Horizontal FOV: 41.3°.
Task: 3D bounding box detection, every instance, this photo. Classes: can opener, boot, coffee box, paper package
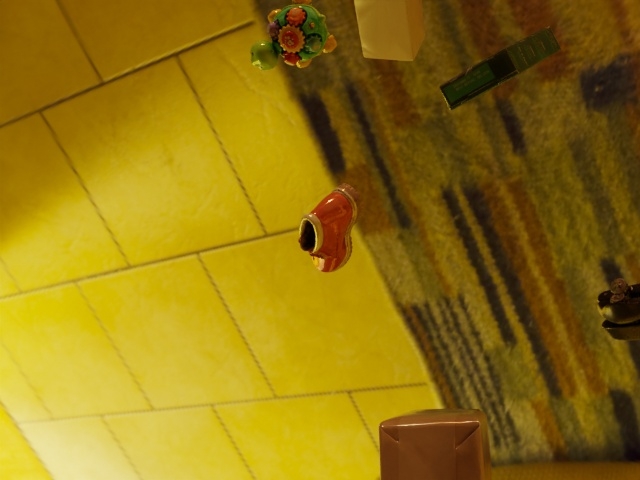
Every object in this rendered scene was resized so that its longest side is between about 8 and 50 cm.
[{"bbox_3d":[0.417,0.066,1.011,0.186,0.059,0.073,-23,124,39],"label":"can opener"},{"bbox_3d":[0.000,0.000,1.103,0.059,0.085,0.158,39,147,21],"label":"boot"},{"bbox_3d":[0.248,-0.238,1.162,0.113,0.184,0.040,-25,96,39],"label":"coffee box"},{"bbox_3d":[0.211,0.453,1.475,0.168,0.325,0.309,-4,80,12],"label":"paper package"}]

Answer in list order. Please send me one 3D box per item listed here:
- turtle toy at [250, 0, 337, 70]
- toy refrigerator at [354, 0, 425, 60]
[{"bbox_3d":[-0.045,-0.291,1.228,0.130,0.066,0.095,-25,106,32],"label":"turtle toy"},{"bbox_3d":[0.120,-0.464,1.536,0.102,0.094,0.269,9,141,22],"label":"toy refrigerator"}]
